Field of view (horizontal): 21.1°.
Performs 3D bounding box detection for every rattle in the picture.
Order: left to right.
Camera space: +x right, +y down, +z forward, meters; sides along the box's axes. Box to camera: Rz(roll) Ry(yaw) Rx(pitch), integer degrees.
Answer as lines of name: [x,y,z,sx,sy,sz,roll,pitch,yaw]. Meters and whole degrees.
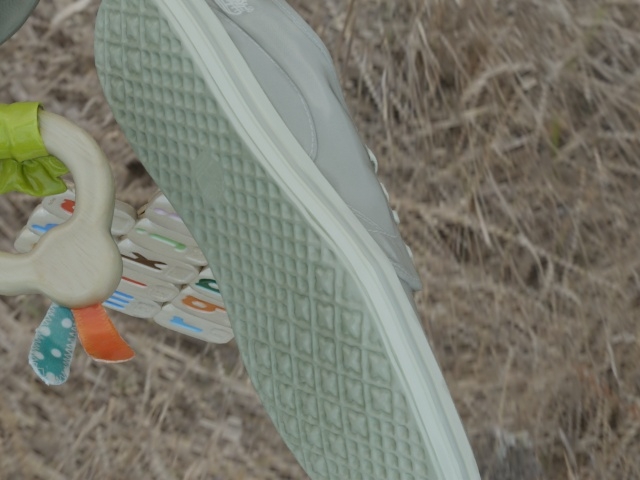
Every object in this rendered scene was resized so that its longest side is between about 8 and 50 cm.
rattle: [-0.178,0.014,1.162,0.130,0.143,0.199,-32,77,-19]

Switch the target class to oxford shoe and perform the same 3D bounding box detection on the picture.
oxford shoe: [0.000,0.000,1.151,0.169,0.130,0.449,-47,66,46]

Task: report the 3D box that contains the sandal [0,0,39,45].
sandal: [-0.215,-0.110,0.946,0.180,0.049,0.072,-42,130,-13]

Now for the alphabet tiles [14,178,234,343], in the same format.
alphabet tiles: [-0.099,0.023,1.378,0.278,0.284,0.021,20,68,-14]
